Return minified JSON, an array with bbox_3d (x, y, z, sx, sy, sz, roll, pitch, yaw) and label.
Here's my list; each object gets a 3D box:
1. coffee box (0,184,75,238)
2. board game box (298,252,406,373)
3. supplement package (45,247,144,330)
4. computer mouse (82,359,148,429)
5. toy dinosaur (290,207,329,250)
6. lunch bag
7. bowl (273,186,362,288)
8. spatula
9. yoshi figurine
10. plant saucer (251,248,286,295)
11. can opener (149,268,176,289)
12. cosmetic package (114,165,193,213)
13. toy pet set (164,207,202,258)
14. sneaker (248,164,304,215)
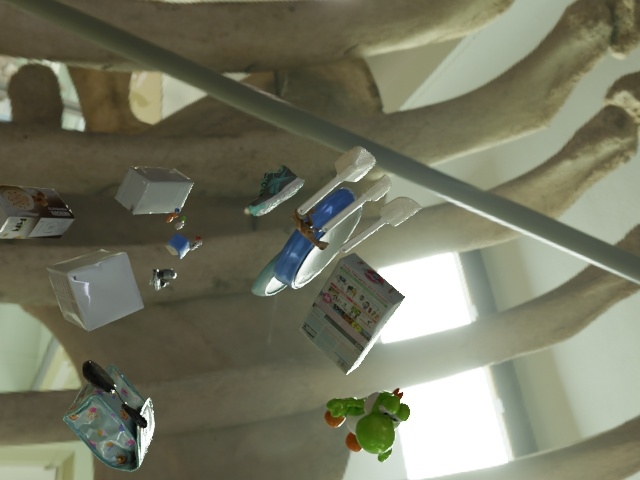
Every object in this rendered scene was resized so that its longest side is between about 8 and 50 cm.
[{"bbox_3d":[-0.891,-0.085,1.981,0.098,0.246,0.141,-46,-109,19],"label":"coffee box"},{"bbox_3d":[0.093,0.228,2.051,0.224,0.097,0.304,41,-60,19],"label":"board game box"},{"bbox_3d":[-0.747,0.154,2.164,0.262,0.199,0.198,5,-67,54],"label":"supplement package"},{"bbox_3d":[-0.528,0.397,1.668,0.242,0.071,0.041,41,-99,19],"label":"computer mouse"},{"bbox_3d":[-0.054,-0.047,1.885,0.211,0.064,0.112,47,-34,41],"label":"toy dinosaur"},{"bbox_3d":[-0.599,0.532,1.939,0.160,0.262,0.223,-39,-168,4],"label":"lunch bag"},{"bbox_3d":[0.000,0.000,2.186,0.077,0.391,0.391,40,-59,13],"label":"bowl"},{"bbox_3d":[0.062,-0.070,1.259,0.242,0.168,0.019,-36,-162,50],"label":"spatula"},{"bbox_3d":[0.126,0.538,1.894,0.362,0.203,0.203,135,-45,-60],"label":"yoshi figurine"},{"bbox_3d":[-0.127,0.105,2.477,0.044,0.317,0.318,45,-55,15],"label":"plant saucer"},{"bbox_3d":[-0.574,0.141,2.398,0.280,0.093,0.074,166,-77,-78],"label":"can opener"},{"bbox_3d":[-0.533,-0.162,2.116,0.107,0.238,0.127,37,-74,21],"label":"cosmetic package"},{"bbox_3d":[-0.390,-0.015,1.866,0.065,0.122,0.114,-5,-141,45],"label":"toy pet set"},{"bbox_3d":[-0.113,-0.116,1.481,0.076,0.166,0.065,49,-42,4],"label":"sneaker"}]
